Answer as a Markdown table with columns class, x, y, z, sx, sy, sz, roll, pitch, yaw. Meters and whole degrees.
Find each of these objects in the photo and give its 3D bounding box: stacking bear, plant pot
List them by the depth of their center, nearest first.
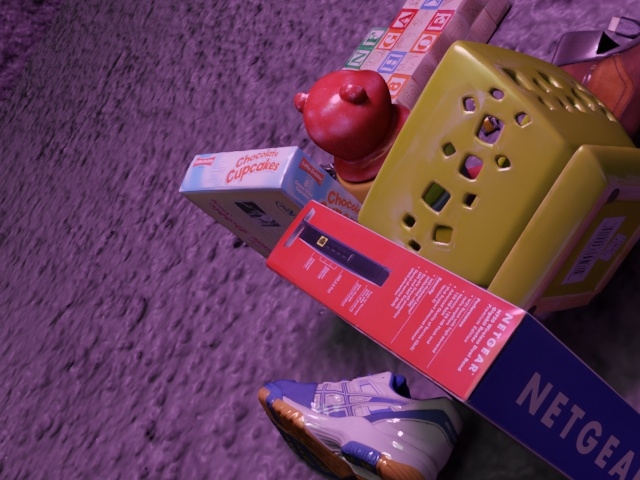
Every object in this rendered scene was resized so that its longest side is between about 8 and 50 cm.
| class | x | y | z | sx | sy | sz | roll | pitch | yaw |
| --- | --- | --- | --- | --- | --- | --- | --- | --- | --- |
| plant pot | 0.214 | -0.050 | 0.950 | 0.207 | 0.227 | 0.228 | 45 | 119 | 32 |
| stacking bear | 0.089 | -0.107 | 1.159 | 0.175 | 0.289 | 0.164 | 4 | 60 | 47 |

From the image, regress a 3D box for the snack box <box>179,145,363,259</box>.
| class | x | y | z | sx | sy | sz | roll | pitch | yaw |
| --- | --- | --- | --- | --- | --- | --- | --- | --- | --- |
| snack box | 0.000 | 0.000 | 1.125 | 0.187 | 0.322 | 0.060 | 1 | 60 | 45 |

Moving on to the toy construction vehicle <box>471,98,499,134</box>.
| class | x | y | z | sx | sy | sz | roll | pitch | yaw |
| --- | --- | --- | --- | --- | --- | --- | --- | --- | --- |
| toy construction vehicle | 0.213 | -0.188 | 1.320 | 0.086 | 0.035 | 0.098 | -24 | 43 | 29 |

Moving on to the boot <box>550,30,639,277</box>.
| class | x | y | z | sx | sy | sz | roll | pitch | yaw |
| --- | --- | --- | --- | --- | --- | --- | --- | --- | --- |
| boot | 0.337 | -0.099 | 1.012 | 0.264 | 0.096 | 0.280 | 10 | 84 | 45 |

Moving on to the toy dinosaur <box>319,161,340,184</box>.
| class | x | y | z | sx | sy | sz | roll | pitch | yaw |
| --- | --- | --- | --- | --- | --- | --- | --- | --- | --- |
| toy dinosaur | 0.042 | -0.095 | 1.394 | 0.268 | 0.064 | 0.118 | -30 | 47 | 20 |

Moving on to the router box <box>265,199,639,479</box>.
| class | x | y | z | sx | sy | sz | roll | pitch | yaw |
| --- | --- | --- | --- | --- | --- | --- | --- | --- | --- |
| router box | 0.148 | 0.116 | 0.857 | 0.082 | 0.335 | 0.301 | -55 | 37 | -4 |

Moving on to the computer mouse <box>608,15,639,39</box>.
| class | x | y | z | sx | sy | sz | roll | pitch | yaw |
| --- | --- | --- | --- | --- | --- | --- | --- | --- | --- |
| computer mouse | 0.442 | -0.324 | 1.177 | 0.184 | 0.060 | 0.262 | -37 | 36 | 3 |

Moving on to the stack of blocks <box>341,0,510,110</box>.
| class | x | y | z | sx | sy | sz | roll | pitch | yaw |
| --- | --- | --- | --- | --- | --- | --- | --- | --- | --- |
| stack of blocks | 0.145 | -0.289 | 1.436 | 0.171 | 0.087 | 0.297 | 22 | 74 | 52 |

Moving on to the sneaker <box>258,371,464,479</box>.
| class | x | y | z | sx | sy | sz | roll | pitch | yaw |
| --- | --- | --- | --- | --- | --- | --- | --- | --- | --- |
| sneaker | 0.047 | 0.215 | 1.092 | 0.131 | 0.112 | 0.296 | -44 | 34 | -24 |
